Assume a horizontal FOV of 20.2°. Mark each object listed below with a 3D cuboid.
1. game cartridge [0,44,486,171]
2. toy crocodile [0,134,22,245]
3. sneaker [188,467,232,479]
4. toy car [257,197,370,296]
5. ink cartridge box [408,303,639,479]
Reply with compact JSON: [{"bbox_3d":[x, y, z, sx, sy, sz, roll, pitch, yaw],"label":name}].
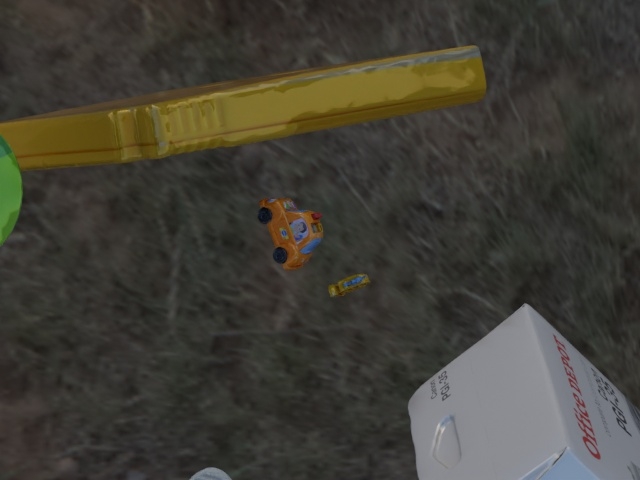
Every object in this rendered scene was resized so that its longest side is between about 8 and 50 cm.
[{"bbox_3d":[-0.079,-0.099,1.420,0.323,0.285,0.053,-15,98,-34],"label":"game cartridge"},{"bbox_3d":[-0.206,0.043,0.755,0.105,0.115,0.340,14,84,-27],"label":"toy crocodile"},{"bbox_3d":[-0.060,0.231,1.272,0.051,0.070,0.134,-25,59,11],"label":"sneaker"},{"bbox_3d":[0.000,0.000,1.345,0.040,0.122,0.060,-23,66,21],"label":"toy car"},{"bbox_3d":[0.203,0.207,1.237,0.117,0.207,0.283,-42,110,16],"label":"ink cartridge box"}]
